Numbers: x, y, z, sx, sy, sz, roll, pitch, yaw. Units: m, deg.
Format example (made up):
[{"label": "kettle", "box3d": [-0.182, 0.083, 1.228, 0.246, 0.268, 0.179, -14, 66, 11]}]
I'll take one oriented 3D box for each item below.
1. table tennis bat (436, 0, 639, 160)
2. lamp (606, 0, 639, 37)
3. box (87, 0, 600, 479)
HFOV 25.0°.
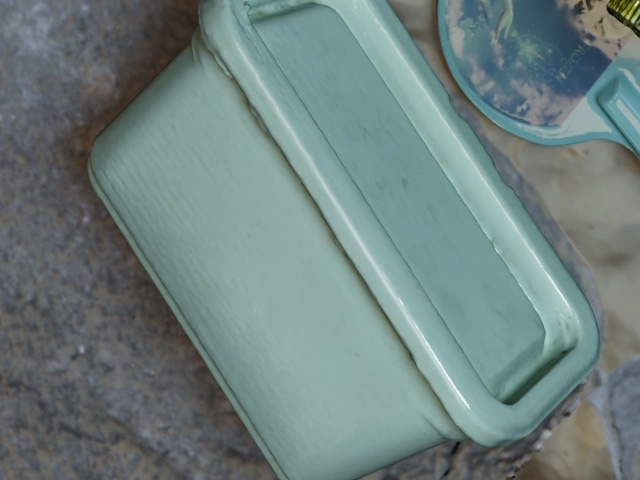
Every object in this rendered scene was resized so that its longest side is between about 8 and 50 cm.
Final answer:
[{"label": "table tennis bat", "box3d": [0.165, -0.101, 0.860, 0.149, 0.038, 0.237, -41, 82, 26]}, {"label": "lamp", "box3d": [0.230, -0.171, 0.710, 0.223, 0.223, 0.196, 41, 102, 10]}, {"label": "box", "box3d": [0.000, 0.000, 0.892, 0.182, 0.175, 0.312, -33, 88, 36]}]
